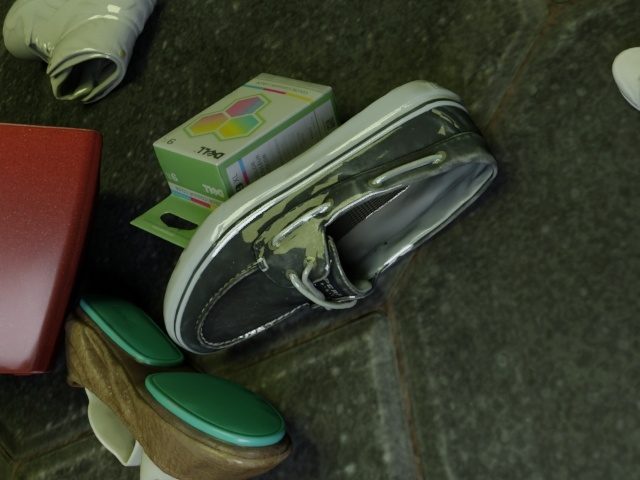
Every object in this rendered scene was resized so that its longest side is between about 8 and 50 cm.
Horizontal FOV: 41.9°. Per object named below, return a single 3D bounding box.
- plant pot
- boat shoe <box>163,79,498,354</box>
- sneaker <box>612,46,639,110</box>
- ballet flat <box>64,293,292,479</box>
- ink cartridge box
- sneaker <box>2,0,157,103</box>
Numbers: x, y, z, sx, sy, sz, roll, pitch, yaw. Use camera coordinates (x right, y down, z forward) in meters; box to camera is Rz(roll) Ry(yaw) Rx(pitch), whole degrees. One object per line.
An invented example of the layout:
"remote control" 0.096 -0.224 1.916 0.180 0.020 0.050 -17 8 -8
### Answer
"plant pot" -0.371 0.023 0.879 0.267 0.267 0.236 152 119 -73
"boat shoe" 0.000 0.000 0.717 0.335 0.121 0.119 -41 46 11
"sneaker" 0.269 -0.110 0.609 0.054 0.061 0.152 -48 44 9
"ballet flat" -0.149 0.160 0.766 0.342 0.116 0.124 24 102 45
"ink cartridge box" -0.088 -0.084 0.815 0.209 0.062 0.109 -39 39 -28
"sneaker" -0.373 -0.272 1.192 0.292 0.108 0.169 -7 58 35
